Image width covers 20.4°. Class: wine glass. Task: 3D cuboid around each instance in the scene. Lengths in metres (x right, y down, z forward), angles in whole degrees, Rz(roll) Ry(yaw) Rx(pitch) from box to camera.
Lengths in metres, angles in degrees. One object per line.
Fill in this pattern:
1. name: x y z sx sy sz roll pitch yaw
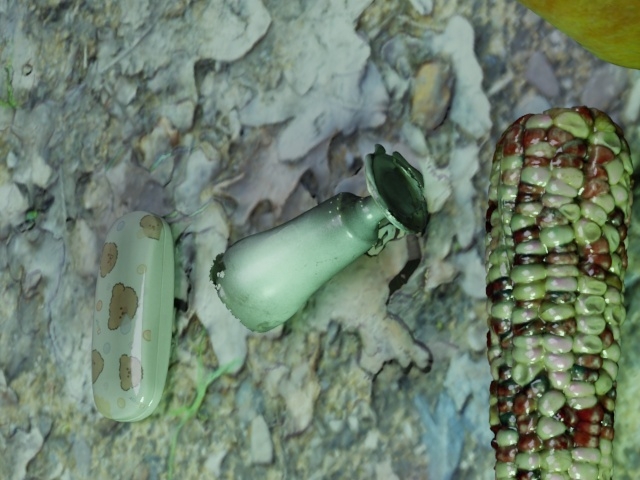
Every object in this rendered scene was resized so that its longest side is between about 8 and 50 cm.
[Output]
1. wine glass: 0.000 0.000 1.243 0.155 0.072 0.072 -33 57 30

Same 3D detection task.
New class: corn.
1. corn: 0.146 0.052 1.082 0.092 0.092 0.280 -9 74 40

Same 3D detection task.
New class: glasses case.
1. glasses case: -0.144 0.058 1.372 0.063 0.041 0.164 -10 71 40

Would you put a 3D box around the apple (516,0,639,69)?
1. apple: 0.188 -0.228 1.016 0.264 0.264 0.264 -14 68 39
